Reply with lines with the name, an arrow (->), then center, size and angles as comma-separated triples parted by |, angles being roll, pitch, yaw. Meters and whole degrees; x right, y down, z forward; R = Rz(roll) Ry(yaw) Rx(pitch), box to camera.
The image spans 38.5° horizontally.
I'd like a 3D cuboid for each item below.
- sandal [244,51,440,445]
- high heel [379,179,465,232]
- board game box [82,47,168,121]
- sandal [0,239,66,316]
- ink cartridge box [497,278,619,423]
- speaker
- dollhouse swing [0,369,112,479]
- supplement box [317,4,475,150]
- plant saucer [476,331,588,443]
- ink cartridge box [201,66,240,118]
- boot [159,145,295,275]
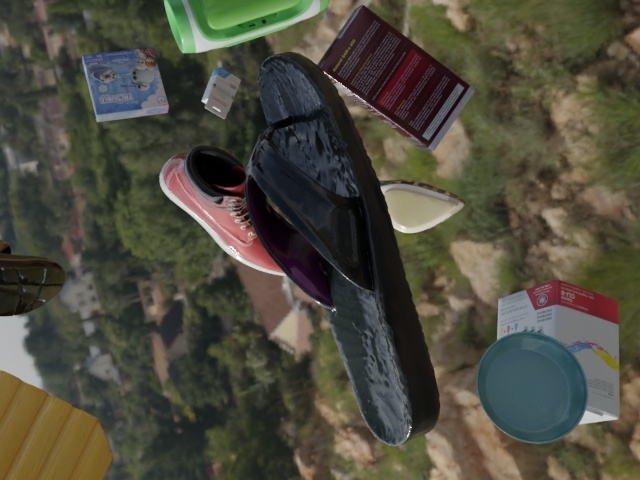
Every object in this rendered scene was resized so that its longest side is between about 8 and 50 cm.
sandal -> 0.001, 0.001, 0.961 | 0.167, 0.107, 0.446 | -45, 61, 63
high heel -> 0.146, -0.080, 1.631 | 0.186, 0.261, 0.093 | -40, -57, -61
board game box -> -0.245, -0.196, 1.151 | 0.020, 0.090, 0.090 | 121, 135, -62
sandal -> -0.345, 0.027, 0.904 | 0.090, 0.219, 0.060 | -42, 60, 27
ink cartridge box -> 0.340, 0.168, 1.319 | 0.128, 0.127, 0.176 | -28, 50, 53
speaker -> -0.138, -0.451, 1.736 | 0.131, 0.296, 0.131 | 160, 90, -79
dollhouse swing -> -0.391, 0.301, 1.020 | 0.305, 0.346, 0.315 | -63, 18, -16
supplement box -> 0.123, -0.269, 1.539 | 0.239, 0.130, 0.073 | 35, -179, -12
plant saucer -> 0.221, 0.156, 0.968 | 0.021, 0.119, 0.119 | 101, 149, -66
ink cartridge box -> -0.184, -0.266, 1.668 | 0.028, 0.048, 0.083 | -3, 64, 56
boot -> -0.094, -0.035, 1.230 | 0.244, 0.088, 0.176 | 37, 164, -18
